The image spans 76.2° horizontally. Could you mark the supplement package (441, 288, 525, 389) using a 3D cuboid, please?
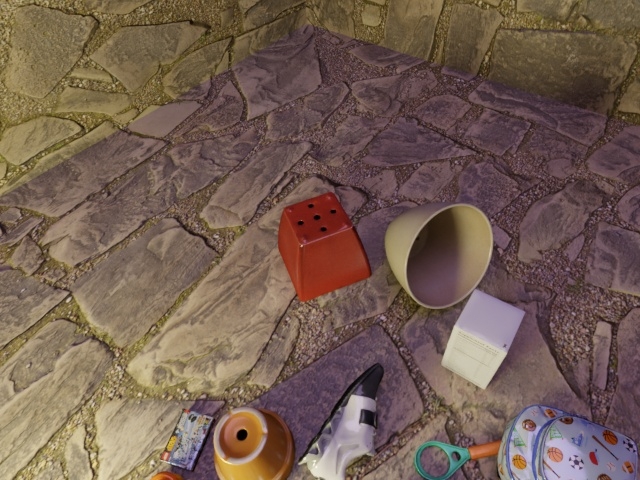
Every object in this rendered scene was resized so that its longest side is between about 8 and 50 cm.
[{"bbox_3d":[0.430,0.269,1.099,0.139,0.244,0.134,27,58,25],"label":"supplement package"}]

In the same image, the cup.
[{"bbox_3d":[0.340,0.018,1.306,0.331,0.331,0.237,-27,26,-15],"label":"cup"}]

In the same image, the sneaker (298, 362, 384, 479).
[{"bbox_3d":[0.096,0.478,1.063,0.146,0.122,0.330,36,60,10],"label":"sneaker"}]

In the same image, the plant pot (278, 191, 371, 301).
[{"bbox_3d":[0.000,0.000,1.375,0.267,0.236,0.267,-20,52,-10],"label":"plant pot"}]

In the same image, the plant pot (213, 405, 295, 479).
[{"bbox_3d":[-0.175,0.505,1.007,0.205,0.188,0.205,-3,51,4],"label":"plant pot"}]

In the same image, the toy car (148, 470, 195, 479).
[{"bbox_3d":[-0.374,0.639,0.952,0.159,0.136,0.182,-4,50,2],"label":"toy car"}]

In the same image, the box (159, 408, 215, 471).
[{"bbox_3d":[-0.357,0.537,1.105,0.093,0.027,0.137,11,52,13],"label":"box"}]

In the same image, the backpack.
[{"bbox_3d":[0.548,0.511,0.919,0.263,0.213,0.277,15,54,26],"label":"backpack"}]

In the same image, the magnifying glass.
[{"bbox_3d":[0.350,0.541,1.027,0.230,0.026,0.092,-10,50,-3],"label":"magnifying glass"}]
